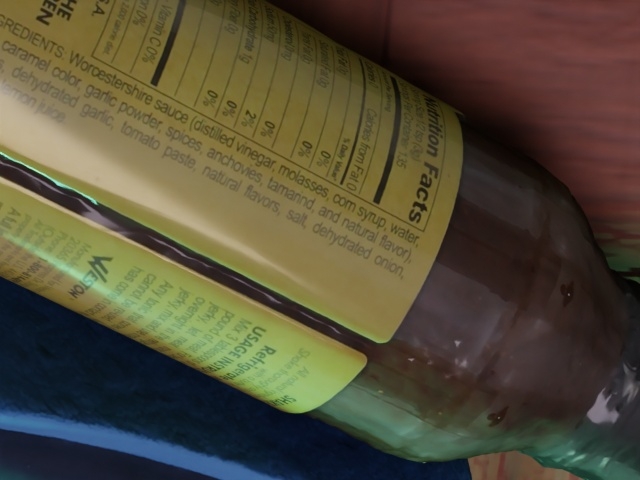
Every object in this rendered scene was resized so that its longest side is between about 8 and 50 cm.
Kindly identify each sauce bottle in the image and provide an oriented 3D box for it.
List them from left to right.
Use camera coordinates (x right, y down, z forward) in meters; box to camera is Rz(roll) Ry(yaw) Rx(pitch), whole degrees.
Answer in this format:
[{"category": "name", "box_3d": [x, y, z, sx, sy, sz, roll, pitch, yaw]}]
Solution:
[{"category": "sauce bottle", "box_3d": [0.000, 0.000, 0.562, 0.344, 0.111, 0.111, 29, 118, -20]}]

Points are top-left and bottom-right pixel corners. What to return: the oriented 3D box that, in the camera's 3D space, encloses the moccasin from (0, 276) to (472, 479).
[{"category": "moccasin", "box_3d": [-0.112, 0.062, 0.584, 0.342, 0.138, 0.117, 26, 123, -18]}]
